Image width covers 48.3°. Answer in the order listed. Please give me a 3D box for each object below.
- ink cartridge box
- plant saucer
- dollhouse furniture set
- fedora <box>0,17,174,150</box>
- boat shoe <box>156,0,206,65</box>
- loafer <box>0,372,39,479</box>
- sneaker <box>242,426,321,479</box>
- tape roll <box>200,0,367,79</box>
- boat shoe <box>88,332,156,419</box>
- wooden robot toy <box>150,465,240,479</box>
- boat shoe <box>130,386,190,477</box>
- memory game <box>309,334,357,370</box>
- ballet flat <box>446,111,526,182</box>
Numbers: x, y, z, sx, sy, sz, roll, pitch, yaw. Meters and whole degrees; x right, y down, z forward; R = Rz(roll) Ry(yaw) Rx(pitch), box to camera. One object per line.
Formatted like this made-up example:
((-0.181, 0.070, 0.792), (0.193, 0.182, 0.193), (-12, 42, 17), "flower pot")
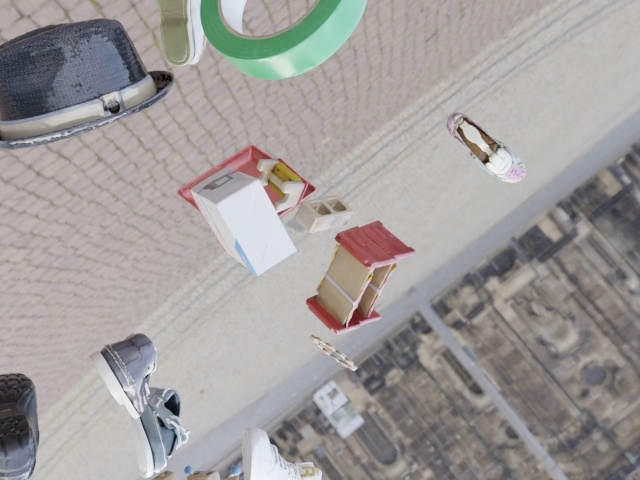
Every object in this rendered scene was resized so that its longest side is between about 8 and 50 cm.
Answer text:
((-0.138, -0.041, 1.160), (0.078, 0.134, 0.231), (-33, -158, -14), "ink cartridge box")
((-0.185, -0.112, 1.814), (0.259, 0.258, 0.048), (-38, 147, -27), "plant saucer")
((0.000, 0.000, 1.565), (0.152, 0.374, 0.201), (-15, 140, -46), "dollhouse furniture set")
((-0.414, -0.270, 1.162), (0.334, 0.152, 0.334), (-12, -156, 5), "fedora")
((-0.323, -0.573, 1.695), (0.103, 0.113, 0.302), (-44, 144, -62), "boat shoe")
((-0.405, 0.241, 0.924), (0.076, 0.078, 0.223), (-2, -163, -25), "loafer")
((-0.082, 0.497, 1.566), (0.169, 0.108, 0.292), (-7, 132, -10), "sneaker")
((-0.070, -0.457, 1.323), (0.321, 0.321, 0.077), (-40, 148, 9), "tape roll")
((-0.205, 0.149, 0.801), (0.065, 0.075, 0.206), (-34, 169, -17), "boat shoe")
((-0.159, 0.347, 0.933), (0.173, 0.079, 0.076), (-15, -171, 37), "wooden robot toy")
((-0.288, 0.329, 1.286), (0.099, 0.116, 0.319), (-7, -176, -15), "boat shoe")
((0.039, 0.359, 2.282), (0.012, 0.186, 0.186), (-53, 173, -14), "memory game")
((0.375, -0.210, 1.627), (0.077, 0.221, 0.079), (-48, 177, 13), "ballet flat")
